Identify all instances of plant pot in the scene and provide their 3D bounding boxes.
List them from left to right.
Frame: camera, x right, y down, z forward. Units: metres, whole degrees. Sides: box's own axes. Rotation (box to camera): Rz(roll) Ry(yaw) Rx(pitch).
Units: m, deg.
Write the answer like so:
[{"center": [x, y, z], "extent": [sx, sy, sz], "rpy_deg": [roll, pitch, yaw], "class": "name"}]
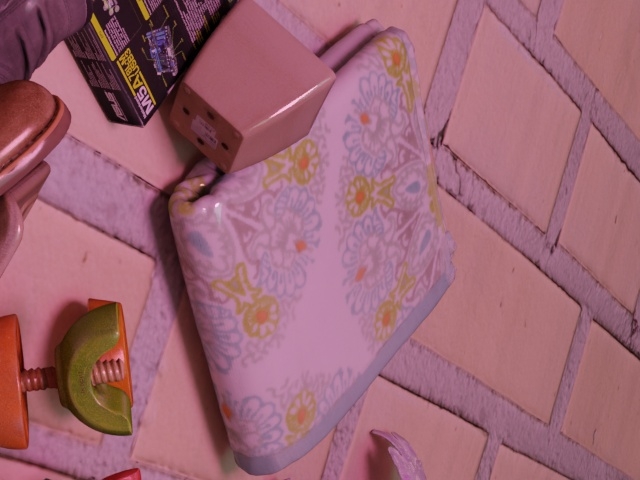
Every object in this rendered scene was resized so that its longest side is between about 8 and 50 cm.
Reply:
[{"center": [-0.068, -0.124, 1.382], "extent": [0.096, 0.109, 0.109], "rpy_deg": [-44, 173, -29], "class": "plant pot"}]

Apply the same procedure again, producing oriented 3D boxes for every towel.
[{"center": [0.000, 0.000, 1.580], "extent": [0.374, 0.090, 0.320], "rpy_deg": [-46, 133, -40], "class": "towel"}]

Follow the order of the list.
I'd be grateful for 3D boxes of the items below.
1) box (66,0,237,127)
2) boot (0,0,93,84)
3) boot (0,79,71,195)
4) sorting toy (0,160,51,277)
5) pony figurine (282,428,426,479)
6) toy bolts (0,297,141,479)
[{"center": [-0.146, -0.222, 1.311], "extent": [0.184, 0.045, 0.191], "rpy_deg": [-56, 143, -28], "class": "box"}, {"center": [-0.281, -0.186, 1.064], "extent": [0.338, 0.118, 0.223], "rpy_deg": [67, 41, -58], "class": "boot"}, {"center": [-0.301, -0.047, 0.952], "extent": [0.305, 0.112, 0.115], "rpy_deg": [-22, 115, -9], "class": "boot"}, {"center": [-0.274, 0.086, 1.063], "extent": [0.307, 0.041, 0.229], "rpy_deg": [-59, -169, 6], "class": "sorting toy"}, {"center": [0.106, 0.393, 1.693], "extent": [0.303, 0.363, 0.351], "rpy_deg": [-13, 95, -48], "class": "pony figurine"}, {"center": [-0.227, 0.159, 1.272], "extent": [0.218, 0.158, 0.228], "rpy_deg": [-129, -147, -79], "class": "toy bolts"}]
